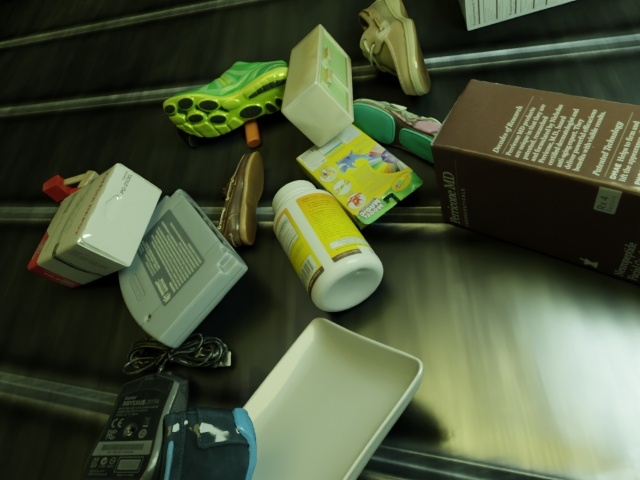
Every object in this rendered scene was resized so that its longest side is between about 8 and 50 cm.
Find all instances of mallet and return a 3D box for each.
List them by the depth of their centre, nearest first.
[{"bbox_3d":[-0.252,-0.298,1.082,0.062,0.039,0.189,32,80,33],"label":"mallet"}]

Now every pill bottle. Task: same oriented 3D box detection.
[{"bbox_3d":[0.000,0.000,0.750,0.117,0.117,0.214,-31,53,-1],"label":"pill bottle"}]

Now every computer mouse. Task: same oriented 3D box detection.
[{"bbox_3d":[-0.247,0.272,0.702,0.189,0.072,0.272,-5,44,20],"label":"computer mouse"}]

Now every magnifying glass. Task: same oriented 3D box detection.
[{"bbox_3d":[-0.164,-0.294,1.066,0.092,0.026,0.230,-21,54,7],"label":"magnifying glass"}]

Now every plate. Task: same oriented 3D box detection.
[{"bbox_3d":[-0.020,0.236,0.582,0.278,0.045,0.277,-51,20,-15],"label":"plate"}]

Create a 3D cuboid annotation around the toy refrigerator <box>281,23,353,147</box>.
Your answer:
[{"bbox_3d":[0.002,-0.309,0.913,0.094,0.102,0.269,-32,34,29],"label":"toy refrigerator"}]

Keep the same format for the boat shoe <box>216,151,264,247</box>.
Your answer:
[{"bbox_3d":[-0.155,-0.082,0.891,0.073,0.073,0.206,-4,57,16],"label":"boat shoe"}]

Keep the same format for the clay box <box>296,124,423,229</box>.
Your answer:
[{"bbox_3d":[0.068,-0.113,0.839,0.128,0.053,0.222,-37,53,-5],"label":"clay box"}]

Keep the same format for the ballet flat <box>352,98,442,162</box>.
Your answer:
[{"bbox_3d":[0.156,-0.210,0.866,0.222,0.076,0.079,32,55,29],"label":"ballet flat"}]

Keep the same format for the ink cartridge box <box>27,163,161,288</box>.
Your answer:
[{"bbox_3d":[-0.427,-0.021,0.890,0.237,0.100,0.171,-17,50,39],"label":"ink cartridge box"}]

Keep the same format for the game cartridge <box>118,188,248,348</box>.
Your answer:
[{"bbox_3d":[-0.258,0.042,0.820,0.198,0.062,0.297,-51,44,3],"label":"game cartridge"}]

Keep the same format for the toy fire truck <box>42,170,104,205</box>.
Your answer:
[{"bbox_3d":[-0.539,-0.117,1.078,0.192,0.047,0.135,-25,52,3],"label":"toy fire truck"}]

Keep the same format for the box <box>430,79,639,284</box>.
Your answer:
[{"bbox_3d":[0.353,-0.069,0.615,0.382,0.191,0.143,23,69,32],"label":"box"}]

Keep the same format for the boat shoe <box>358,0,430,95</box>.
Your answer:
[{"bbox_3d":[0.143,-0.390,0.961,0.110,0.121,0.340,-18,43,15],"label":"boat shoe"}]

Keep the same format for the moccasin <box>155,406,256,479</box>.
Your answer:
[{"bbox_3d":[-0.187,0.332,0.534,0.138,0.117,0.341,27,96,65],"label":"moccasin"}]

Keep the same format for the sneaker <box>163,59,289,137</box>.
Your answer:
[{"bbox_3d":[-0.189,-0.310,1.019,0.296,0.109,0.123,-14,43,5],"label":"sneaker"}]

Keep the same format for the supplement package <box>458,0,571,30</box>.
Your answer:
[{"bbox_3d":[0.403,-0.550,0.948,0.244,0.133,0.138,-11,55,14],"label":"supplement package"}]
